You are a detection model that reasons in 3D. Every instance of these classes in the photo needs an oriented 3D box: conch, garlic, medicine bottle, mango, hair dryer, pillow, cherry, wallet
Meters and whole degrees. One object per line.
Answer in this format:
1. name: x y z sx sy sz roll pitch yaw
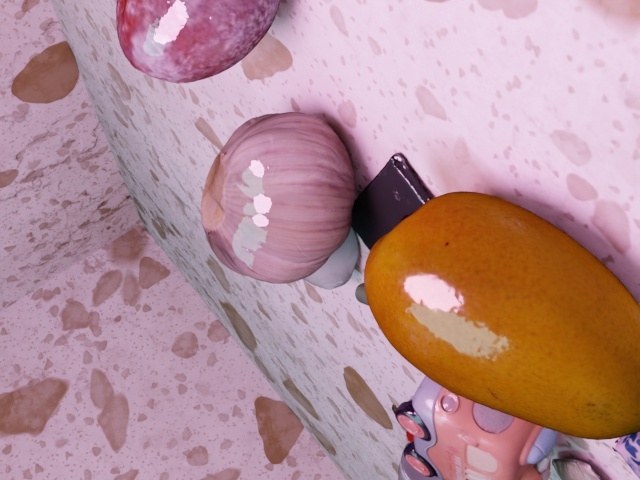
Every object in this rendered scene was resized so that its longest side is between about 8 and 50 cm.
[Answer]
1. conch: -0.002 0.004 1.311 0.185 0.121 0.221 0 123 31
2. garlic: -0.062 -0.071 1.088 0.317 0.260 0.317 -3 86 57
3. medicine bottle: 0.261 0.583 1.606 0.135 0.135 0.168 45 159 25
4. mango: 0.225 0.091 0.761 0.378 0.221 0.263 34 150 21
5. hair dryer: 0.137 0.149 1.325 0.150 0.047 0.071 49 165 -18
6. pillow: 0.472 0.447 1.029 0.232 0.038 0.130 51 165 14
7. cherry: -0.171 -0.358 0.914 0.213 0.285 0.236 24 -172 -28
8. wallet: 0.120 -0.033 1.064 0.146 0.030 0.285 51 160 4

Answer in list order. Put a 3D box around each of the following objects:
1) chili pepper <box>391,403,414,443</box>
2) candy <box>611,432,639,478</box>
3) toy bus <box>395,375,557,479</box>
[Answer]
1. chili pepper: 0.269 0.416 1.412 0.368 0.092 0.137 -40 67 64
2. candy: 0.446 0.286 0.774 0.160 0.073 0.092 51 162 8
3. toy bus: 0.270 0.311 1.059 0.232 0.194 0.287 28 146 34
